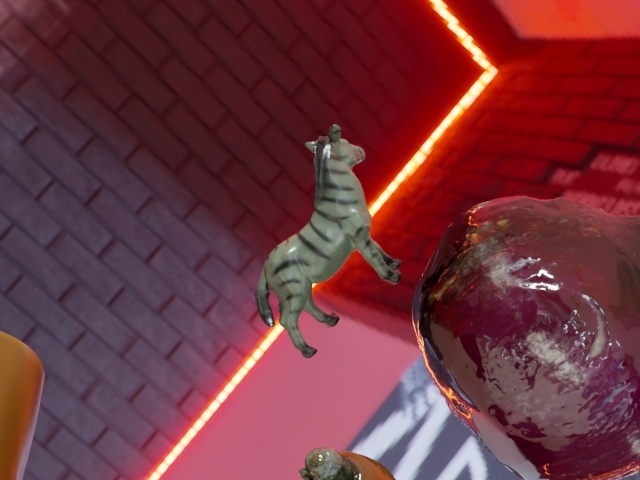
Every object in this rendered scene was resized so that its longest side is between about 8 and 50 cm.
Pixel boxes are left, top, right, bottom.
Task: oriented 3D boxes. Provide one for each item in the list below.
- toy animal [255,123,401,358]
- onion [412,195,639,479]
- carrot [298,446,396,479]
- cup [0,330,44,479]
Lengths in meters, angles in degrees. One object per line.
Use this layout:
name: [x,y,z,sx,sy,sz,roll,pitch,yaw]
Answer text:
toy animal: [0.002,-0.001,1.386,0.176,0.217,0.073,48,-11,-11]
onion: [0.288,0.069,1.360,0.348,0.385,0.348,44,12,-12]
carrot: [0.051,0.229,0.861,0.069,0.069,0.336,30,-22,39]
cup: [-0.363,0.219,1.165,0.182,0.226,0.264,27,42,-35]
